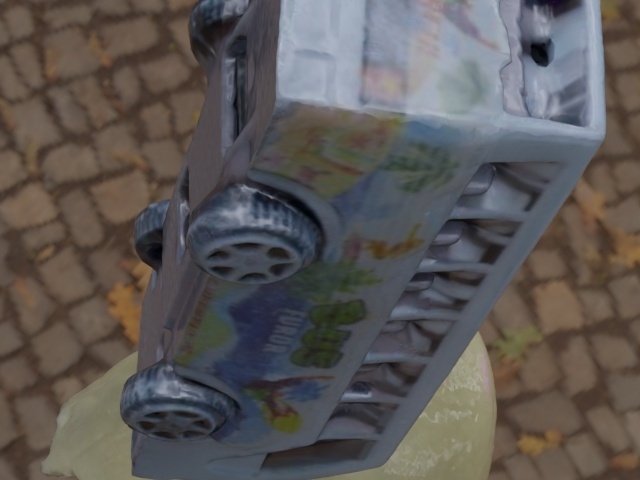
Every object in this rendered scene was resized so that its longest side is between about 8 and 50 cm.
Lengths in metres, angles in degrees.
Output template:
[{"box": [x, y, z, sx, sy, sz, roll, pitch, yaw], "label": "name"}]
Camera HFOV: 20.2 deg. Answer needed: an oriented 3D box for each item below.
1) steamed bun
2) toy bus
[{"box": [-0.021, 0.122, 0.974, 0.225, 0.200, 0.170, -6, 71, -48], "label": "steamed bun"}, {"box": [0.000, 0.000, 0.723, 0.136, 0.330, 0.109, 7, 60, -11], "label": "toy bus"}]
